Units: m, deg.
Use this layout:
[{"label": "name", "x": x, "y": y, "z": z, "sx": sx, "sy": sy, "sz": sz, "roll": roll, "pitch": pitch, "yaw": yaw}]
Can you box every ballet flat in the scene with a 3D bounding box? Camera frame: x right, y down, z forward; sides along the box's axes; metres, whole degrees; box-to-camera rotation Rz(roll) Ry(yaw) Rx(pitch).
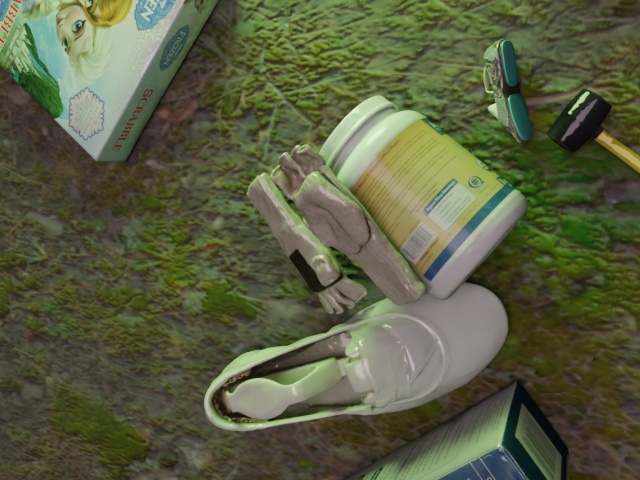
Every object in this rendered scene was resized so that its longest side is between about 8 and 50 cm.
[{"label": "ballet flat", "x": 0.027, "y": 0.161, "z": 0.731, "sx": 0.400, "sy": 0.139, "sz": 0.139, "roll": -21, "pitch": 88, "yaw": 24}, {"label": "ballet flat", "x": 0.202, "y": -0.160, "z": 0.667, "sx": 0.041, "sy": 0.041, "sz": 0.114, "roll": -11, "pitch": 92, "yaw": 25}]

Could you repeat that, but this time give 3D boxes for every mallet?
[{"label": "mallet", "x": 0.320, "y": -0.072, "z": 0.626, "sx": 0.189, "sy": 0.039, "sz": 0.062, "roll": 47, "pitch": 112, "yaw": 8}]

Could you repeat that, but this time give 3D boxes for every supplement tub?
[{"label": "supplement tub", "x": 0.104, "y": -0.049, "z": 0.661, "sx": 0.200, "sy": 0.144, "sz": 0.144, "roll": 42, "pitch": 111, "yaw": 13}]

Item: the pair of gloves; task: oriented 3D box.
[{"label": "pair of gloves", "x": 0.000, "y": 0.000, "z": 0.685, "sx": 0.204, "sy": 0.042, "sz": 0.240, "roll": 52, "pitch": 159, "yaw": -8}]

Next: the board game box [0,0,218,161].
[{"label": "board game box", "x": -0.325, "y": -0.333, "z": 0.859, "sx": 0.318, "sy": 0.066, "sz": 0.318, "roll": 42, "pitch": 111, "yaw": 14}]

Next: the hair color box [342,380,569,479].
[{"label": "hair color box", "x": 0.103, "y": 0.313, "z": 0.692, "sx": 0.347, "sy": 0.174, "sz": 0.105, "roll": -38, "pitch": 82, "yaw": 23}]
